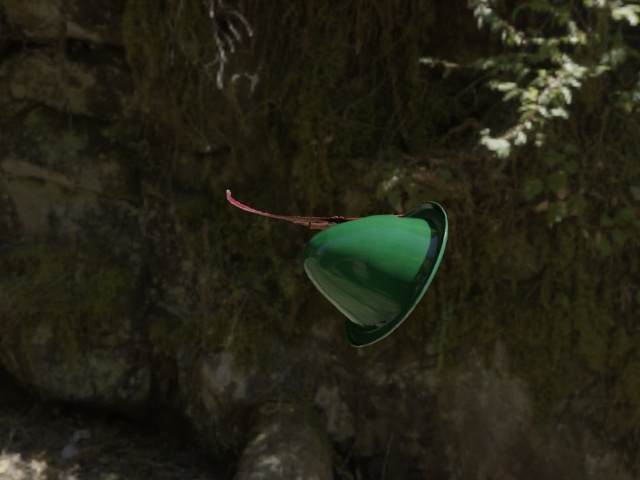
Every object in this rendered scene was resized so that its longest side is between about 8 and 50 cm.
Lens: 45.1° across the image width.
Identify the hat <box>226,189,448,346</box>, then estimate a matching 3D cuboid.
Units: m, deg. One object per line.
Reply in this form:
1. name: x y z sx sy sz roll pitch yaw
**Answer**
1. hat: 0.000 0.000 0.817 0.184 0.208 0.173 30 48 -17
